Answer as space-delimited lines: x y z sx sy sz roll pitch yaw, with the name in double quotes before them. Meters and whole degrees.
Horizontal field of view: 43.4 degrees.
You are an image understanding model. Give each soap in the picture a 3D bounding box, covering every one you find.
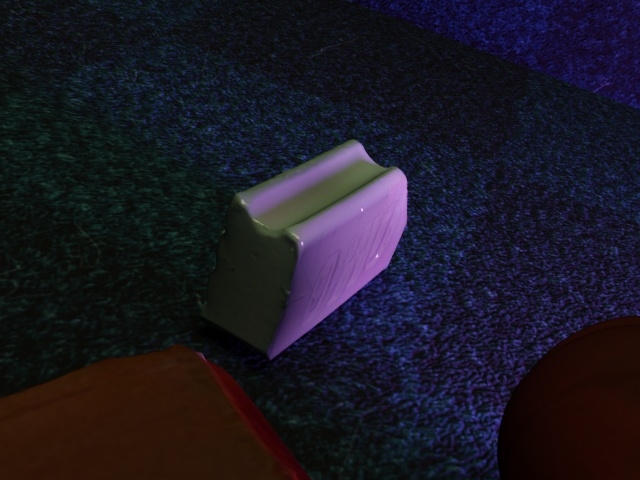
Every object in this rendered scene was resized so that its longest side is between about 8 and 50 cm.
"soap" 0.000 0.000 0.886 0.095 0.173 0.289 31 33 18

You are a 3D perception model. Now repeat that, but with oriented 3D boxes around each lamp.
"lamp" 0.271 0.204 0.610 0.303 0.257 0.303 41 26 -24

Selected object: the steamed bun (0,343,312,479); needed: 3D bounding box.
"steamed bun" -0.158 0.233 0.369 0.379 0.248 0.235 -22 44 -27
